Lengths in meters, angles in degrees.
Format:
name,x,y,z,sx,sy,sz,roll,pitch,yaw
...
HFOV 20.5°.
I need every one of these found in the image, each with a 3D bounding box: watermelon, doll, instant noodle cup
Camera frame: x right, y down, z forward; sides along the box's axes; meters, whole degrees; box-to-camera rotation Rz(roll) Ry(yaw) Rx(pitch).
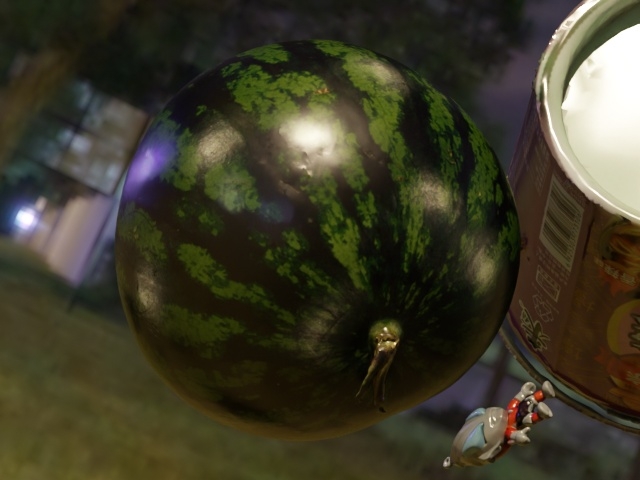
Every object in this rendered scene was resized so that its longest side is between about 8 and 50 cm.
name,x,y,z,sx,sy,sz,roll,pitch,yaw
watermelon,-0.002,-0.003,1.155,0.269,0.269,0.269,24,-7,3
doll,0.130,0.146,1.342,0.039,0.057,0.114,19,-44,-41
instant noodle cup,0.293,-0.048,1.388,0.340,0.340,0.266,23,-26,17
